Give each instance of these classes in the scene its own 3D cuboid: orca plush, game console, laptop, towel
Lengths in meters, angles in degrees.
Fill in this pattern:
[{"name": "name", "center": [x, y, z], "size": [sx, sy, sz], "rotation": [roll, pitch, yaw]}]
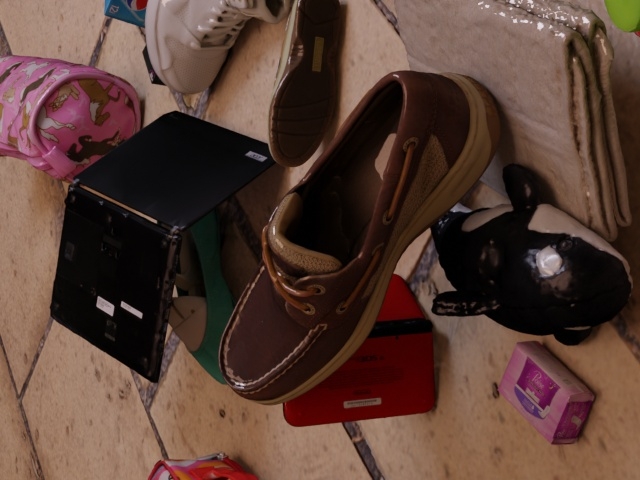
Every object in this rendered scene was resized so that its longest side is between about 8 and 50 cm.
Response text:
[{"name": "orca plush", "center": [0.123, 0.014, 1.100], "size": [0.287, 0.102, 0.151], "rotation": [42, 152, 51]}, {"name": "game console", "center": [0.023, 0.098, 1.267], "size": [0.085, 0.144, 0.124], "rotation": [-169, 76, -73]}, {"name": "laptop", "center": [-0.181, -0.003, 1.583], "size": [0.234, 0.137, 0.264], "rotation": [23, 107, 47]}, {"name": "towel", "center": [0.147, -0.121, 1.101], "size": [0.282, 0.049, 0.187], "rotation": [40, 150, 54]}]

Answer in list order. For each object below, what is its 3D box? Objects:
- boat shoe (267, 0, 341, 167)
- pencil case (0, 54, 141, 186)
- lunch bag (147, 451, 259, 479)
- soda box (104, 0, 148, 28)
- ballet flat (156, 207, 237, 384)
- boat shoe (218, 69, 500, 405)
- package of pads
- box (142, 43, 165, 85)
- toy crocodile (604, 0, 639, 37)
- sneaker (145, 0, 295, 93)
[{"name": "boat shoe", "center": [-0.020, -0.169, 1.454], "size": [0.072, 0.068, 0.190], "rotation": [-178, 102, -71]}, {"name": "pencil case", "center": [-0.394, -0.176, 1.961], "size": [0.386, 0.160, 0.167], "rotation": [15, 98, 57]}, {"name": "lunch bag", "center": [-0.109, 0.360, 1.464], "size": [0.293, 0.120, 0.258], "rotation": [38, 118, 54]}, {"name": "soda box", "center": [-0.229, -0.360, 1.756], "size": [0.210, 0.067, 0.071], "rotation": [-96, 29, -47]}, {"name": "ballet flat", "center": [-0.150, 0.057, 1.600], "size": [0.083, 0.087, 0.247], "rotation": [-44, 50, 46]}, {"name": "boat shoe", "center": [0.000, 0.000, 1.111], "size": [0.342, 0.123, 0.123], "rotation": [-50, 57, 27]}, {"name": "package of pads", "center": [0.180, 0.121, 1.109], "size": [0.083, 0.032, 0.050], "rotation": [46, 126, 51]}, {"name": "box", "center": [-0.179, -0.240, 1.720], "size": [0.083, 0.052, 0.062], "rotation": [-55, 41, 41]}, {"name": "toy crocodile", "center": [0.231, -0.220, 0.996], "size": [0.105, 0.115, 0.340], "rotation": [100, 156, -51]}, {"name": "sneaker", "center": [-0.107, -0.263, 1.557], "size": [0.169, 0.108, 0.292], "rotation": [48, 136, 39]}]
